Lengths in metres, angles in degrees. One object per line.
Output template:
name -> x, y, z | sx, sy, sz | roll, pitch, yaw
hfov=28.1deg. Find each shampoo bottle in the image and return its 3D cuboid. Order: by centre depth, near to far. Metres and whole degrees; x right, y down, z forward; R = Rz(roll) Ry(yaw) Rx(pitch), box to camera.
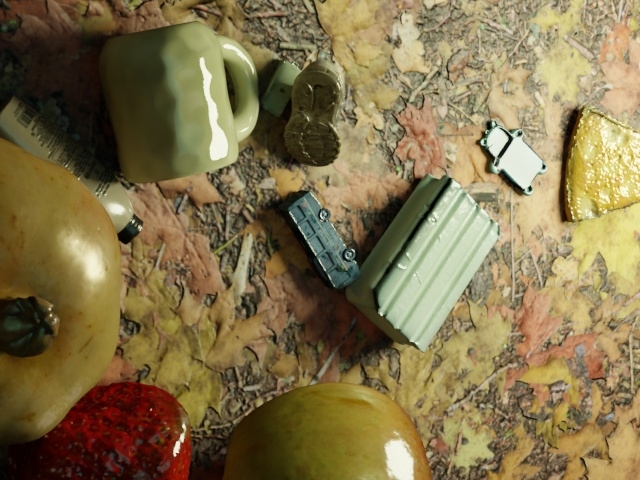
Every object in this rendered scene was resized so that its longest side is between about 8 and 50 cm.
shampoo bottle -> -0.348, -0.089, 1.769 | 0.257, 0.127, 0.078 | 42, 117, -19

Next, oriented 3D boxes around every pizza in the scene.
pizza -> 0.509, -0.115, 2.240 | 0.188, 0.080, 0.204 | 19, 95, -5

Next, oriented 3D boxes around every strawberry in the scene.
strawberry -> -0.284, 0.312, 1.727 | 0.277, 0.257, 0.257 | -37, 116, 24

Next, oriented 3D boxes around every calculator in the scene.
calculator -> 0.325, -0.141, 2.167 | 0.141, 0.019, 0.094 | 42, 74, -22

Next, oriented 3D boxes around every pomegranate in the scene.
pomegranate -> -0.430, 0.063, 1.571 | 0.411, 0.411, 0.412 | -2, 95, -28

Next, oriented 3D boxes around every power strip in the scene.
power strip -> -0.061, -0.233, 1.958 | 0.040, 0.016, 0.090 | 32, 78, -25

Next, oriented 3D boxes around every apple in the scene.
apple -> 0.000, 0.382, 1.865 | 0.305, 0.338, 0.339 | -2, 95, -10

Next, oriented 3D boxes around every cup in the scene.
cup -> -0.177, -0.206, 1.811 | 0.255, 0.173, 0.202 | -16, 102, -25

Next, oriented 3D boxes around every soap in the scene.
soap -> 0.167, 0.030, 2.059 | 0.150, 0.094, 0.261 | 44, 73, -29

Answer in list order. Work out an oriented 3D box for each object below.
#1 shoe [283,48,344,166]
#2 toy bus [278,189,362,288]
shoe -> -0.008, -0.202, 1.951 | 0.089, 0.092, 0.180 | 5, 129, 2
toy bus -> 0.000, 0.000, 1.991 | 0.065, 0.047, 0.166 | -36, 108, -16
